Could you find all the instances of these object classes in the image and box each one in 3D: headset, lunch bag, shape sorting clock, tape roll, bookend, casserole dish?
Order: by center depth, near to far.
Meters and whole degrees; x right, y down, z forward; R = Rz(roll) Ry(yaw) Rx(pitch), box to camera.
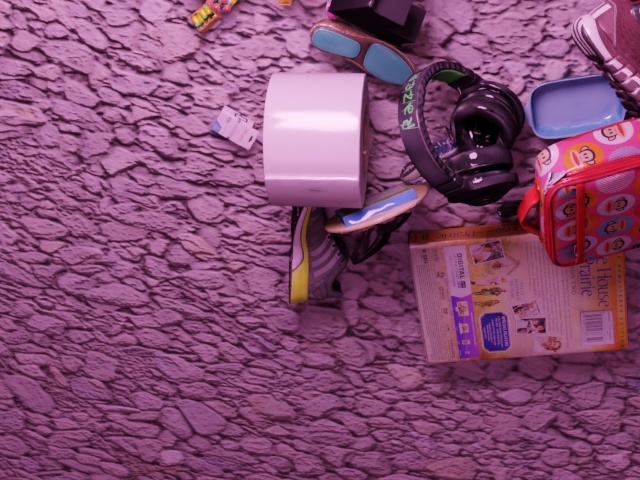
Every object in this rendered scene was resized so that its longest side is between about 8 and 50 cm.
[{"bbox_3d":[0.120,-0.390,1.611,0.156,0.157,0.072,20,90,-26],"label":"bookend"},{"bbox_3d":[0.478,-0.075,1.700,0.258,0.120,0.293,-15,146,6],"label":"lunch bag"},{"bbox_3d":[-0.002,-0.181,1.735,0.169,0.246,0.246,1,121,6],"label":"tape roll"},{"bbox_3d":[0.277,-0.155,1.742,0.394,0.243,0.185,28,148,-30],"label":"headset"},{"bbox_3d":[0.466,-0.249,1.752,0.188,0.037,0.114,-8,120,11],"label":"casserole dish"},{"bbox_3d":[0.106,-0.058,1.802,0.206,0.206,0.040,-19,100,18],"label":"shape sorting clock"}]

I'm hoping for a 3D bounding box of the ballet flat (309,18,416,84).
[{"bbox_3d":[0.080,-0.347,1.725,0.206,0.067,0.073,25,126,-11],"label":"ballet flat"}]

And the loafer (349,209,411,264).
[{"bbox_3d":[0.110,-0.020,1.934,0.061,0.062,0.170,47,115,12],"label":"loafer"}]

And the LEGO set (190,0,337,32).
[{"bbox_3d":[-0.107,-0.432,1.675,0.287,0.107,0.132,-6,120,11],"label":"LEGO set"}]

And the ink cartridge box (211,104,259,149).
[{"bbox_3d":[-0.162,-0.218,1.859,0.083,0.028,0.048,30,121,-10],"label":"ink cartridge box"}]

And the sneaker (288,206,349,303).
[{"bbox_3d":[0.000,0.000,1.940,0.121,0.111,0.300,1,127,-5],"label":"sneaker"}]

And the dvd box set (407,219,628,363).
[{"bbox_3d":[0.406,0.102,1.961,0.420,0.062,0.307,-7,120,12],"label":"dvd box set"}]

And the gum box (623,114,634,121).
[{"bbox_3d":[0.626,-0.157,1.783,0.184,0.041,0.157,39,119,-16],"label":"gum box"}]

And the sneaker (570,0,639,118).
[{"bbox_3d":[0.572,-0.313,1.643,0.162,0.106,0.281,-42,109,4],"label":"sneaker"}]

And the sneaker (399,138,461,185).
[{"bbox_3d":[0.221,-0.146,1.847,0.135,0.052,0.058,-31,123,31],"label":"sneaker"}]
